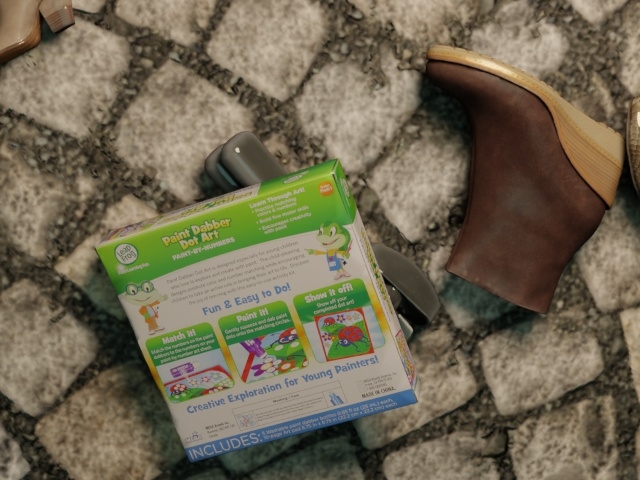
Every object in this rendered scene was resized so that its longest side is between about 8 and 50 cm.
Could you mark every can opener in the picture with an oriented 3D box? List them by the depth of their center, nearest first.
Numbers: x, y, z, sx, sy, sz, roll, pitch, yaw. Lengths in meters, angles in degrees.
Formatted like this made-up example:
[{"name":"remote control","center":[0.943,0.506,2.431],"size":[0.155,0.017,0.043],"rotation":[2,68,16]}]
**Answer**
[{"name":"can opener","center":[0.000,0.000,1.167],"size":[0.280,0.074,0.093],"rotation":[45,57,-12]}]

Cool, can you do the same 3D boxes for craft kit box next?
[{"name":"craft kit box","center":[-0.058,0.073,1.123],"size":[0.249,0.061,0.247],"rotation":[-16,109,14]}]

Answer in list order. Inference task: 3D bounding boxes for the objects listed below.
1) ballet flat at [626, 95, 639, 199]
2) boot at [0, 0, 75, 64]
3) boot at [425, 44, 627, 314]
[{"name":"ballet flat","center":[0.369,-0.032,1.187],"size":[0.058,0.084,0.250],"rotation":[-8,106,37]},{"name":"boot","center":[-0.295,-0.227,1.108],"size":[0.118,0.042,0.087],"rotation":[-28,94,-3]},{"name":"boot","center":[0.176,-0.060,1.159],"size":[0.248,0.090,0.207],"rotation":[28,92,-13]}]
